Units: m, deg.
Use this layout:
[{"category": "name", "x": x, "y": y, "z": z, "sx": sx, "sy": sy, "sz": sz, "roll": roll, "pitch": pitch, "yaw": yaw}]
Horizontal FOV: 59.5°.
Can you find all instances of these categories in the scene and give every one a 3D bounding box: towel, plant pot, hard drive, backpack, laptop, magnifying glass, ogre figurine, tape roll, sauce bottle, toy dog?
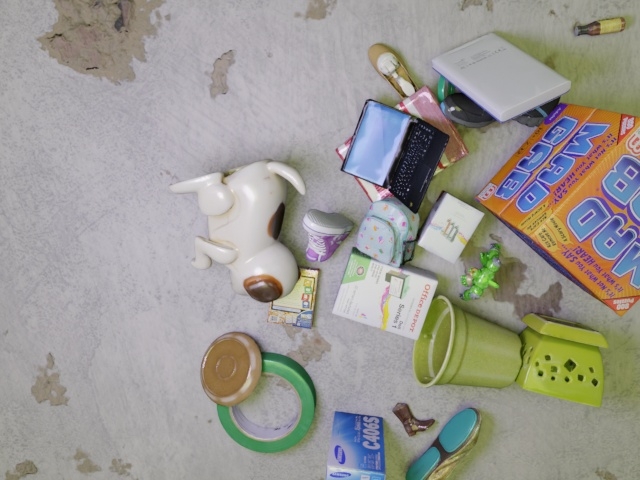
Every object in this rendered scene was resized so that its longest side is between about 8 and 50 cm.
[{"category": "towel", "x": 0.239, "y": -0.266, "z": 1.656, "sx": 0.329, "sy": 0.037, "sz": 0.237, "roll": -32, "pitch": 100, "yaw": 20}, {"category": "plant pot", "x": 0.701, "y": 0.340, "z": 1.662, "sx": 0.228, "sy": 0.227, "sz": 0.207, "roll": 12, "pitch": 93, "yaw": 4}, {"category": "hard drive", "x": 0.477, "y": -0.448, "z": 1.509, "sx": 0.210, "sy": 0.318, "sz": 0.040, "roll": -26, "pitch": 138, "yaw": -8}, {"category": "backpack", "x": 0.200, "y": -0.031, "z": 1.653, "sx": 0.166, "sy": 0.144, "sz": 0.188, "roll": 29, "pitch": 115, "yaw": 35}, {"category": "plant pot", "x": 0.446, "y": 0.329, "z": 1.678, "sx": 0.254, "sy": 0.276, "sz": 0.276, "roll": 15, "pitch": 100, "yaw": -10}, {"category": "laptop", "x": 0.202, "y": -0.242, "z": 1.581, "sx": 0.136, "sy": 0.264, "sz": 0.234, "roll": 8, "pitch": 116, "yaw": -28}, {"category": "magnifying glass", "x": 0.368, "y": -0.380, "z": 1.648, "sx": 0.026, "sy": 0.092, "sz": 0.231, "roll": 11, "pitch": 113, "yaw": 29}, {"category": "ogre figurine", "x": 0.491, "y": 0.104, "z": 1.690, "sx": 0.197, "sy": 0.118, "sz": 0.097, "roll": -41, "pitch": 94, "yaw": 9}, {"category": "tape roll", "x": -0.176, "y": 0.532, "z": 1.839, "sx": 0.321, "sy": 0.077, "sz": 0.321, "roll": 1, "pitch": 100, "yaw": 5}, {"category": "plant pot", "x": -0.295, "y": 0.406, "z": 1.785, "sx": 0.236, "sy": 0.032, "sz": 0.236, "roll": -10, "pitch": 66, "yaw": 24}, {"category": "sauce bottle", "x": 0.792, "y": -0.604, "z": 1.588, "sx": 0.128, "sy": 0.042, "sz": 0.042, "roll": -6, "pitch": 98, "yaw": 4}, {"category": "toy dog", "x": -0.192, "y": -0.017, "z": 1.642, "sx": 0.395, "sy": 0.284, "sz": 0.408, "roll": -12, "pitch": 99, "yaw": 13}]

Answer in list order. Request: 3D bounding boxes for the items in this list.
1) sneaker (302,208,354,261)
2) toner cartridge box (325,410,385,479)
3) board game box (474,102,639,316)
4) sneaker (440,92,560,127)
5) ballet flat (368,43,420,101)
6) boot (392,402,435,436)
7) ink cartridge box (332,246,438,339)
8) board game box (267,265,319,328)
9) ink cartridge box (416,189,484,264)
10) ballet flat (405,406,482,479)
[{"category": "sneaker", "x": 0.001, "y": 0.001, "z": 1.637, "sx": 0.102, "sy": 0.282, "sz": 0.161, "roll": 40, "pitch": 103, "yaw": 20}, {"category": "toner cartridge box", "x": 0.109, "y": 0.634, "z": 1.692, "sx": 0.165, "sy": 0.348, "sz": 0.075, "roll": 5, "pitch": 98, "yaw": 4}, {"category": "board game box", "x": 0.711, "y": -0.096, "z": 1.479, "sx": 0.356, "sy": 0.356, "sz": 0.356, "roll": 37, "pitch": 101, "yaw": -18}, {"category": "sneaker", "x": 0.506, "y": -0.403, "z": 1.568, "sx": 0.341, "sy": 0.125, "sz": 0.139, "roll": -4, "pitch": 144, "yaw": -9}, {"category": "ballet flat", "x": 0.227, "y": -0.487, "z": 1.642, "sx": 0.080, "sy": 0.073, "sz": 0.232, "roll": -41, "pitch": 93, "yaw": 12}, {"category": "boot", "x": 0.302, "y": 0.570, "z": 1.826, "sx": 0.106, "sy": 0.037, "sz": 0.114, "roll": -31, "pitch": 91, "yaw": 7}, {"category": "ink cartridge box", "x": 0.198, "y": 0.162, "z": 1.725, "sx": 0.278, "sy": 0.117, "sz": 0.201, "roll": 18, "pitch": 100, "yaw": 2}, {"category": "board game box", "x": -0.087, "y": 0.176, "z": 1.790, "sx": 0.147, "sy": 0.045, "sz": 0.193, "roll": 9, "pitch": 100, "yaw": 4}, {"category": "ink cartridge box", "x": 0.381, "y": -0.041, "z": 1.671, "sx": 0.127, "sy": 0.128, "sz": 0.176, "roll": 29, "pitch": 101, "yaw": 0}, {"category": "ballet flat", "x": 0.416, "y": 0.683, "z": 1.802, "sx": 0.123, "sy": 0.123, "sz": 0.348, "roll": 38, "pitch": 100, "yaw": -2}]
